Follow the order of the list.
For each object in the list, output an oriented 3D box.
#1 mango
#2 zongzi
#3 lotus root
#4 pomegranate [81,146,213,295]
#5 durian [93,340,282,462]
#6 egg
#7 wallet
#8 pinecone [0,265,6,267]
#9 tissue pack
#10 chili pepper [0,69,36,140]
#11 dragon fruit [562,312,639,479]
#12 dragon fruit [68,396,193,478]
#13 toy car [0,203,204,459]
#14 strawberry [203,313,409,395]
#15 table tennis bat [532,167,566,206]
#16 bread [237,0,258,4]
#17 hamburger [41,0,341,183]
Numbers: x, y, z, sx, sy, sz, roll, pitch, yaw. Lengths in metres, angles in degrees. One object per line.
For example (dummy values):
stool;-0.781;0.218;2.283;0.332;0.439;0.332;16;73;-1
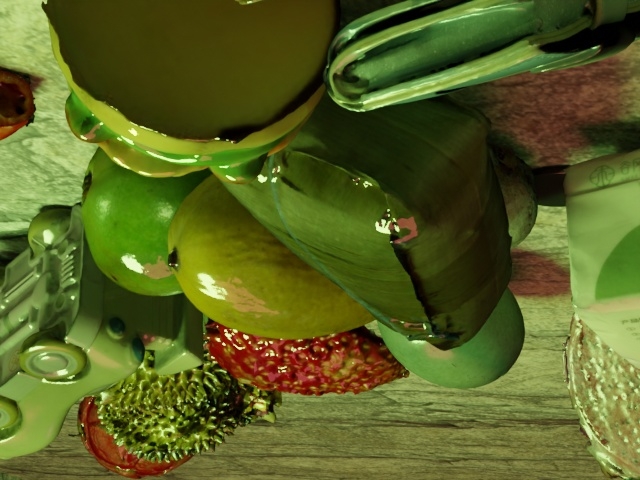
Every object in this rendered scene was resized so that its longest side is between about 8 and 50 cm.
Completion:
mango;-0.003;0.008;1.286;0.331;0.195;0.142;2;-177;-21
zongzi;-0.005;-0.058;1.146;0.392;0.174;0.356;23;162;25
lotus root;0.192;-0.046;1.295;0.088;0.088;0.165;1;145;12
pomegranate;-0.173;-0.008;1.394;0.189;0.159;0.241;0;162;20
durian;-0.209;0.210;1.879;0.292;0.258;0.258;-17;155;9
egg;0.171;0.105;1.583;0.169;0.169;0.236;-12;154;40
wallet;0.139;-0.152;0.890;0.176;0.075;0.250;-14;-176;36
pinecone;-0.517;0.106;1.811;0.173;0.174;0.173;5;160;2
tissue pack;0.450;0.004;1.189;0.356;0.194;0.266;-11;154;28
chili pepper;-0.363;-0.126;1.269;0.088;0.065;0.169;16;161;-24
dragon fruit;0.482;0.144;1.533;0.263;0.296;0.314;-22;175;-36
dragon fruit;-0.305;0.289;2.120;0.244;0.244;0.299;16;140;-26
toy car;-0.337;0.132;1.609;0.226;0.242;0.336;25;132;-34
strawberry;-0.032;0.151;1.648;0.306;0.138;0.233;25;158;6
table tennis bat;0.284;-0.061;1.330;0.158;0.014;0.095;-11;153;41
bread;-0.011;-0.270;0.800;0.140;0.169;0.160;-16;110;44
hamburger;-0.099;-0.148;0.914;0.237;0.237;0.149;8;163;-7
